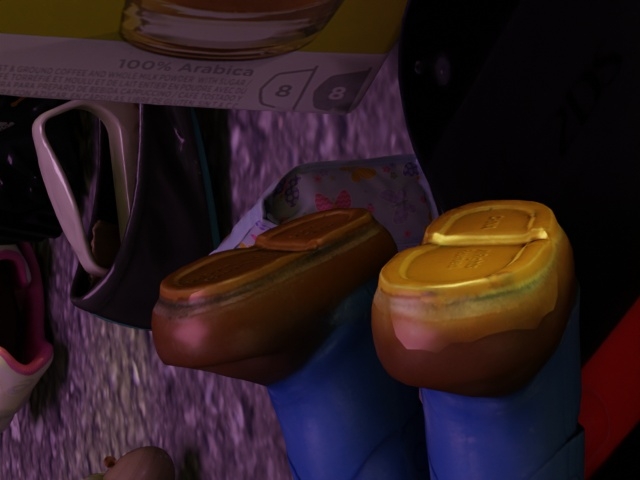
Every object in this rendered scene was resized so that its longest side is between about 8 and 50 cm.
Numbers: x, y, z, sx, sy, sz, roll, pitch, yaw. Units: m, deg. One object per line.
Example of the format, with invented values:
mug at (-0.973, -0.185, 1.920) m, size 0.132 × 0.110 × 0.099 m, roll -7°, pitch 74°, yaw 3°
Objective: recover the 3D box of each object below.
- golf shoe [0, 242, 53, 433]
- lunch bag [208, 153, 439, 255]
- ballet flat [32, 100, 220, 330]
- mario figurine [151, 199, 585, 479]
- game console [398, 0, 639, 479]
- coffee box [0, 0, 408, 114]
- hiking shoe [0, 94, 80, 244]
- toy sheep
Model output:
golf shoe at (-0.260, -0.011, 1.284) m, size 0.140 × 0.115 × 0.306 m, roll -32°, pitch 71°, yaw 50°
lunch bag at (0.000, 0.000, 0.752) m, size 0.071 × 0.083 × 0.053 m, roll -47°, pitch 52°, yaw 56°
ballet flat at (-0.109, -0.089, 0.951) m, size 0.095 × 0.096 × 0.280 m, roll 169°, pitch 97°, yaw -64°
mario figurine at (0.038, 0.159, 0.516) m, size 0.198 × 0.170 × 0.320 m, roll -150°, pitch 42°, yaw -71°
game console at (0.158, -0.048, 0.469) m, size 0.342 × 0.060 × 0.386 m, roll 64°, pitch 148°, yaw 28°
coffee box at (-0.116, -0.284, 0.639) m, size 0.334 × 0.337 × 0.338 m, roll 122°, pitch 142°, yaw -51°
hiking shoe at (-0.201, -0.134, 1.116) m, size 0.132 × 0.113 × 0.304 m, roll 65°, pitch 147°, yaw 36°
toy sheep at (-0.113, 0.182, 1.011) m, size 0.091 × 0.091 × 0.132 m, roll 17°, pitch 90°, yaw 63°
